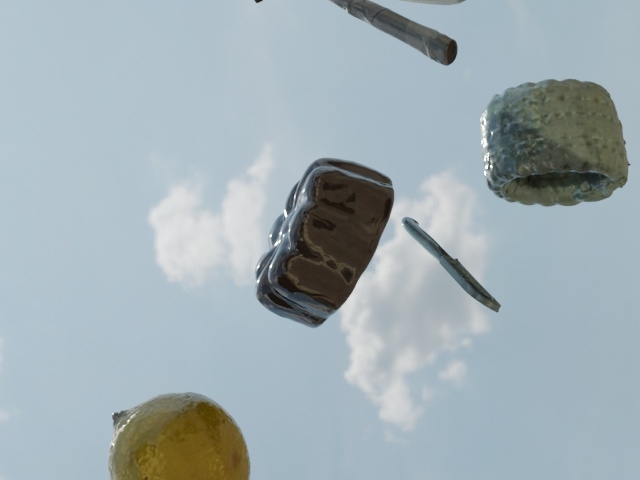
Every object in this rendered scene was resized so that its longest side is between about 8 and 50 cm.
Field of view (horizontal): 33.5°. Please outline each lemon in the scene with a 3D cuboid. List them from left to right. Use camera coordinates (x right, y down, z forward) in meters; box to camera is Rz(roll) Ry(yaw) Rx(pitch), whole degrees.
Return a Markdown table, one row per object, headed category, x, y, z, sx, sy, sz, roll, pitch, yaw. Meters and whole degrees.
| category | x | y | z | sx | sy | sz | roll | pitch | yaw |
| --- | --- | --- | --- | --- | --- | --- | --- | --- | --- |
| lemon | -0.228 | 0.376 | 1.758 | 0.228 | 0.228 | 0.253 | -52 | -58 | -44 |

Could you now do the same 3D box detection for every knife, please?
| category | x | y | z | sx | sy | sz | roll | pitch | yaw |
| --- | --- | --- | --- | --- | --- | --- | --- | --- | --- |
| knife | 0.136 | 0.020 | 1.155 | 0.028 | 0.210 | 0.015 | 27 | -77 | -31 |

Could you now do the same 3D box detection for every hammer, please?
| category | x | y | z | sx | sy | sz | roll | pitch | yaw |
| --- | --- | --- | --- | --- | --- | --- | --- | --- | --- |
| hammer | 0.026 | -0.364 | 1.563 | 0.044 | 0.427 | 0.152 | -39 | -34 | -29 |

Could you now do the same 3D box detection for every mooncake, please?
| category | x | y | z | sx | sy | sz | roll | pitch | yaw |
| --- | --- | --- | --- | --- | --- | --- | --- | --- | --- |
| mooncake | 0.000 | 0.000 | 1.855 | 0.306 | 0.154 | 0.306 | -157 | 90 | -81 |

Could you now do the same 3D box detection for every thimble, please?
| category | x | y | z | sx | sy | sz | roll | pitch | yaw |
| --- | --- | --- | --- | --- | --- | --- | --- | --- | --- |
| thimble | 0.389 | -0.161 | 1.762 | 0.205 | 0.250 | 0.172 | 123 | 148 | -69 |

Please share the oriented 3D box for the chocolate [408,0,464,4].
| category | x | y | z | sx | sy | sz | roll | pitch | yaw |
| --- | --- | --- | --- | --- | --- | --- | --- | --- | --- |
| chocolate | 0.112 | -0.428 | 1.174 | 0.314 | 0.297 | 0.326 | -63 | -23 | -83 |
